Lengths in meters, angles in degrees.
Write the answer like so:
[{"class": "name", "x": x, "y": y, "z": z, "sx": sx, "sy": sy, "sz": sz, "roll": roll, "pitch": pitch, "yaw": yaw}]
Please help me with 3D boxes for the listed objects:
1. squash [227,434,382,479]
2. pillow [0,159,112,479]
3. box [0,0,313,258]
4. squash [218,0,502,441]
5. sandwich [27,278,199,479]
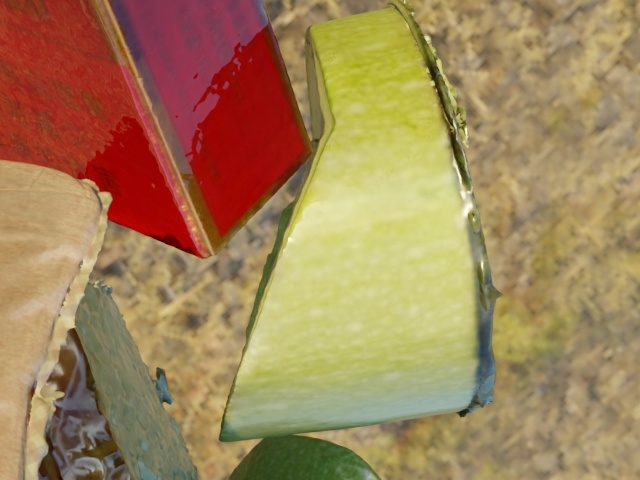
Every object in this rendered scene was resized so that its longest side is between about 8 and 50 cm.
[{"class": "squash", "x": -0.012, "y": 0.295, "z": 1.068, "sx": 0.189, "sy": 0.189, "sz": 0.260, "roll": 72, "pitch": 32, "yaw": -61}, {"class": "pillow", "x": -0.147, "y": 0.042, "z": 0.498, "sx": 0.135, "sy": 0.211, "sz": 0.034, "roll": 3, "pitch": 134, "yaw": 5}, {"class": "box", "x": -0.137, "y": -0.151, "z": 0.621, "sx": 0.089, "sy": 0.197, "sz": 0.313, "roll": -48, "pitch": 141, "yaw": -26}, {"class": "squash", "x": 0.009, "y": -0.012, "z": 0.752, "sx": 0.133, "sy": 0.220, "sz": 0.220, "roll": -4, "pitch": 146, "yaw": -3}, {"class": "sandwich", "x": -0.146, "y": 0.161, "z": 0.897, "sx": 0.131, "sy": 0.262, "sz": 0.325, "roll": -22, "pitch": 175, "yaw": 0}]
